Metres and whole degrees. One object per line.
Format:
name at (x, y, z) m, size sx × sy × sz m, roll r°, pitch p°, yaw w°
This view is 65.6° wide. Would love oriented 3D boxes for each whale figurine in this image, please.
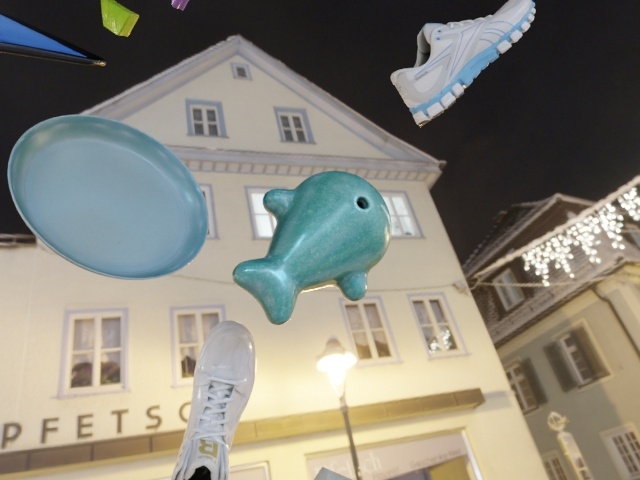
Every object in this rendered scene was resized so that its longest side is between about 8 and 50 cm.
whale figurine at (0.000, 0.000, 0.731) m, size 0.272 × 0.216 × 0.141 m, roll -40°, pitch 0°, yaw -38°

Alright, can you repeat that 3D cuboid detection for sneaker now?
sneaker at (0.157, -0.222, 0.556) m, size 0.191 × 0.083 × 0.071 m, roll -44°, pitch 10°, yaw -6°
sneaker at (-0.161, 0.285, 0.781) m, size 0.108 × 0.292 × 0.169 m, roll 13°, pitch 3°, yaw -13°

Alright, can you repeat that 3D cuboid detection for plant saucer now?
plant saucer at (-0.335, -0.068, 0.815) m, size 0.318 × 0.317 × 0.044 m, roll 15°, pitch -40°, yaw -38°

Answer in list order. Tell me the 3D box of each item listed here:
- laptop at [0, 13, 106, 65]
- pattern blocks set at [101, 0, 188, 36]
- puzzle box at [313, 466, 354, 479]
laptop at (-0.282, -0.204, 0.264) m, size 0.136 × 0.234 × 0.264 m, roll -40°, pitch -43°, yaw -21°
pattern blocks set at (-0.270, -0.447, 0.722) m, size 0.026 × 0.325 × 0.285 m, roll -11°, pitch -43°, yaw -51°
puzzle box at (0.106, 0.635, 0.961) m, size 0.409 × 0.272 × 0.052 m, roll 10°, pitch -57°, yaw 32°
